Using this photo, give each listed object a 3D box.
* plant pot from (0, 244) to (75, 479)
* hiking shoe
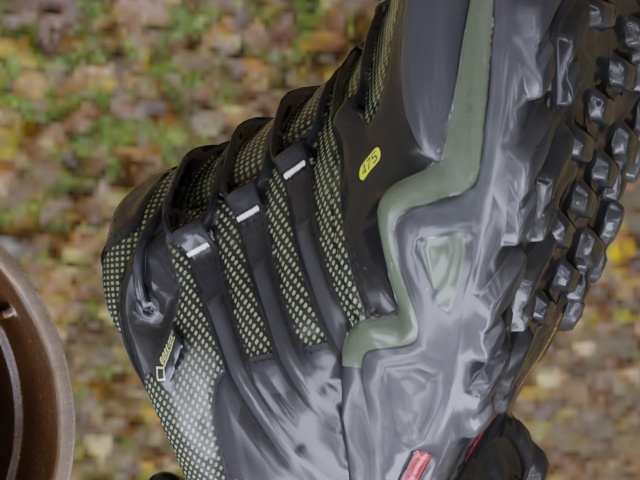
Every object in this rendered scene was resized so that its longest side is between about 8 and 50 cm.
[{"bbox_3d":[-0.184,0.063,0.676,0.167,0.167,0.165,11,174,-17],"label":"plant pot"},{"bbox_3d":[0.000,0.000,0.417,0.114,0.086,0.227,23,120,20],"label":"hiking shoe"}]
